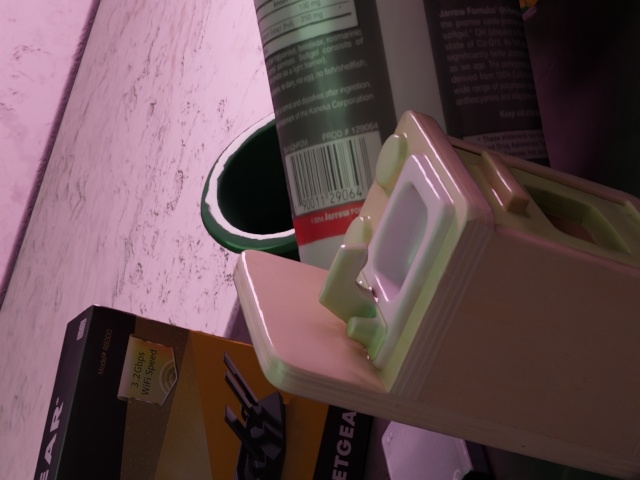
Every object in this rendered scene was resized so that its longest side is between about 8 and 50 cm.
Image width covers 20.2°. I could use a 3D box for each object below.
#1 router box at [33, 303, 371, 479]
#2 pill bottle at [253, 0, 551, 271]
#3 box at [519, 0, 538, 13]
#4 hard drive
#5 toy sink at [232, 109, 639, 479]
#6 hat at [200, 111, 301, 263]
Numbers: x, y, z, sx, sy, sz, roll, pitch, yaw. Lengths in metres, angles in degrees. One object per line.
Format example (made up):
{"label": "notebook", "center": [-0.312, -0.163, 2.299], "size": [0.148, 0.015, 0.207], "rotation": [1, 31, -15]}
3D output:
{"label": "router box", "center": [-0.102, 0.228, 1.379], "size": [0.081, 0.242, 0.309], "rotation": [149, 134, -64]}
{"label": "pill bottle", "center": [0.047, -0.141, 1.199], "size": [0.176, 0.176, 0.319], "rotation": [164, 96, -68]}
{"label": "box", "center": [0.139, -0.235, 1.288], "size": [0.179, 0.105, 0.043], "rotation": [125, 153, -46]}
{"label": "hard drive", "center": [0.080, 0.154, 1.263], "size": [0.135, 0.022, 0.094], "rotation": [-103, 35, -55]}
{"label": "toy sink", "center": [0.087, 0.021, 1.026], "size": [0.153, 0.234, 0.131], "rotation": [-113, 43, -63]}
{"label": "hat", "center": [0.000, 0.000, 1.619], "size": [0.208, 0.183, 0.173], "rotation": [-24, 44, 9]}
